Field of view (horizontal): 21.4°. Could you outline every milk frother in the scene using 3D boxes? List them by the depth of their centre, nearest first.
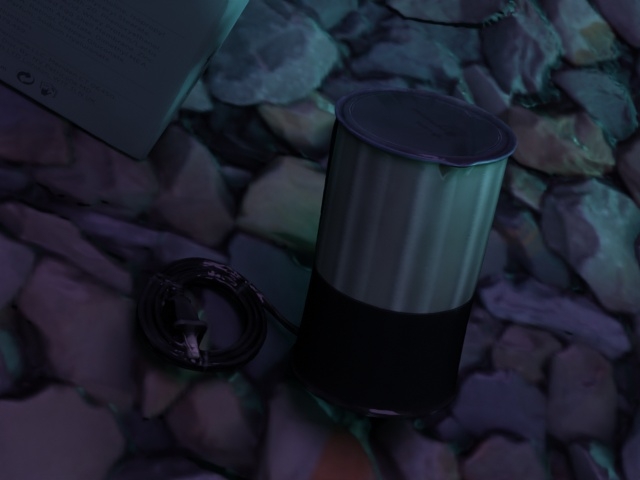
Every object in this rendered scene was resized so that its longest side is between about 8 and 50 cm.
[{"bbox_3d":[0.000,0.000,0.785,0.143,0.135,0.129,-9,31,-35],"label":"milk frother"}]

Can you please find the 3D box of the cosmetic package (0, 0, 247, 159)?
[{"bbox_3d":[-0.064,-0.204,0.839,0.138,0.225,0.224,30,49,-5],"label":"cosmetic package"}]
